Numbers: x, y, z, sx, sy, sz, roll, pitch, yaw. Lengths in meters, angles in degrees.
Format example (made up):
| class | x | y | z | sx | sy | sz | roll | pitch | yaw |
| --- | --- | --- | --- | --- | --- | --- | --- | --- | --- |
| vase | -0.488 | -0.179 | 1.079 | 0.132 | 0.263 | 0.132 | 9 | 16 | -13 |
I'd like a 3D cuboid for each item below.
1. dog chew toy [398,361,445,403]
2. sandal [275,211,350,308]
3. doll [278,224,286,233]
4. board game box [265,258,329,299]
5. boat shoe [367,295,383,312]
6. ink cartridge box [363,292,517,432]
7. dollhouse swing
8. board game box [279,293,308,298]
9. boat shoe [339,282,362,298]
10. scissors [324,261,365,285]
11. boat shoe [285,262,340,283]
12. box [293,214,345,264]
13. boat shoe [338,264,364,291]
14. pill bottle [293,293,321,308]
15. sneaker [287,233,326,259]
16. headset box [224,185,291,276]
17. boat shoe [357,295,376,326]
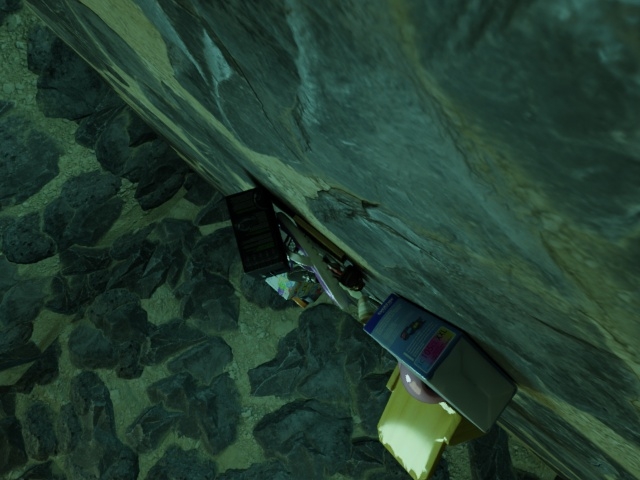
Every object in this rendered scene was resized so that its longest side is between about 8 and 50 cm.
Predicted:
| class | x | y | z | sx | sy | sz | roll | pitch | yaw |
| --- | --- | --- | --- | --- | --- | --- | --- | --- | --- |
| dog chew toy | 0.372 | 0.442 | 1.617 | 0.206 | 0.207 | 0.332 | 41 | -178 | -5 |
| sandal | -0.055 | 0.064 | 1.477 | 0.416 | 0.102 | 0.169 | 51 | 175 | 29 |
| doll | -0.159 | -0.060 | 1.901 | 0.189 | 0.046 | 0.129 | 35 | 165 | -4 |
| board game box | -0.084 | 0.151 | 1.997 | 0.144 | 0.142 | 0.275 | 37 | -160 | 28 |
| boat shoe | 0.274 | 0.319 | 1.867 | 0.227 | 0.069 | 0.081 | 41 | 174 | -10 |
| ink cartridge box | 0.299 | 0.310 | 1.253 | 0.270 | 0.151 | 0.395 | 44 | 172 | -22 |
| dollhouse swing | 0.439 | 0.677 | 1.723 | 0.315 | 0.305 | 0.346 | 0 | -163 | -31 |
| board game box | -0.137 | 0.223 | 2.010 | 0.168 | 0.033 | 0.133 | 21 | -161 | -22 |
| boat shoe | 0.145 | 0.227 | 2.145 | 0.133 | 0.049 | 0.042 | 34 | -158 | -4 |
| scissors | 0.048 | 0.108 | 1.715 | 0.297 | 0.021 | 0.109 | 30 | 178 | -21 |
| boat shoe | -0.026 | 0.136 | 1.796 | 0.073 | 0.223 | 0.080 | -103 | 11 | -58 |
| box | 0.000 | 0.000 | 1.470 | 0.201 | 0.021 | 0.164 | 40 | 174 | 10 |
| boat shoe | 0.113 | 0.133 | 1.531 | 0.073 | 0.073 | 0.207 | 37 | 180 | 15 |
| pill bottle | -0.040 | 0.234 | 2.343 | 0.130 | 0.246 | 0.130 | 39 | 174 | 5 |
| sneaker | -0.069 | 0.046 | 1.791 | 0.118 | 0.110 | 0.292 | 26 | 170 | -17 |
| headset box | -0.204 | -0.005 | 1.534 | 0.246 | 0.131 | 0.283 | 75 | 179 | -78 |
| boat shoe | 0.247 | 0.345 | 2.120 | 0.341 | 0.121 | 0.110 | 59 | -163 | -64 |
